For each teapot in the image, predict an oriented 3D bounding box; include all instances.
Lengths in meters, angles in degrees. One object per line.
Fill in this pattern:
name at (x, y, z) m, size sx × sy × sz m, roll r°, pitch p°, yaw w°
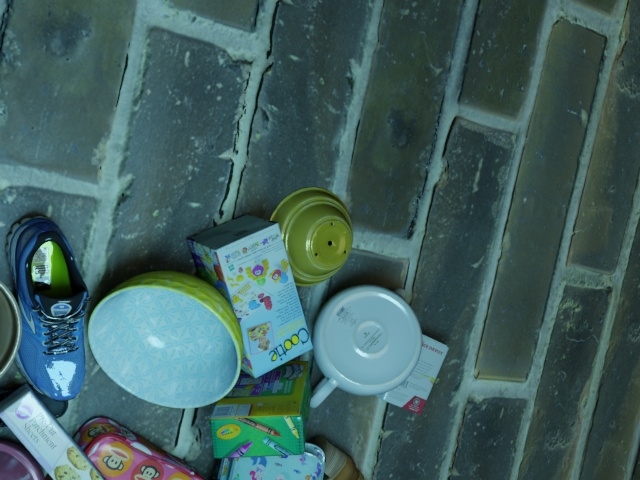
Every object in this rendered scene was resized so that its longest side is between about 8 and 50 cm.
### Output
teapot at (0.089, 0.225, 1.784) m, size 0.256 × 0.187 × 0.252 m, roll -3°, pitch 76°, yaw -9°

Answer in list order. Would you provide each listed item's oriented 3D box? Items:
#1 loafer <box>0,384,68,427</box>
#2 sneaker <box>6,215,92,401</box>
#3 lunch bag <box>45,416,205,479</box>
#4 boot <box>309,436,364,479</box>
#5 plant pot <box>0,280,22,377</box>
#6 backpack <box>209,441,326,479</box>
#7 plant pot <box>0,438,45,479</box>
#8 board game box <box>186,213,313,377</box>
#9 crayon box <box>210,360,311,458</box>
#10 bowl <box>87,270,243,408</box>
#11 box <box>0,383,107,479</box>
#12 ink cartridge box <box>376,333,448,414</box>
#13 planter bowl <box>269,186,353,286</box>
loafer at (-0.554, 0.298, 1.449) m, size 0.223 × 0.078 × 0.076 m, roll 7°, pitch 96°, yaw -33°
sneaker at (-0.470, 0.128, 1.424) m, size 0.130 × 0.147 × 0.329 m, roll -13°, pitch 103°, yaw -28°
lunch bag at (-0.388, 0.508, 1.576) m, size 0.293 × 0.120 × 0.258 m, roll 38°, pitch 82°, yaw -29°
boot at (-0.016, 0.602, 1.842) m, size 0.283 × 0.109 × 0.220 m, roll -52°, pitch 125°, yaw -21°
plant pot at (-0.626, 0.143, 1.357) m, size 0.238 × 0.110 × 0.237 m, roll -6°, pitch 102°, yaw -30°
backpack at (-0.113, 0.516, 1.654) m, size 0.225 × 0.191 × 0.253 m, roll 18°, pitch 75°, yaw -7°
plant pot at (-0.571, 0.440, 1.367) m, size 0.202 × 0.180 × 0.201 m, roll 1°, pitch 85°, yaw -10°
board game box at (-0.139, 0.106, 1.634) m, size 0.144 × 0.142 × 0.275 m, roll -24°, pitch 111°, yaw -27°
crayon box at (-0.107, 0.319, 1.589) m, size 0.166 × 0.278 × 0.081 m, roll -3°, pitch 102°, yaw 3°
bowl at (-0.267, 0.157, 1.536) m, size 0.289 × 0.290 × 0.156 m, roll 61°, pitch 25°, yaw -25°
box at (-0.437, 0.394, 1.431) m, size 0.067 × 0.063 × 0.324 m, roll -37°, pitch 109°, yaw -18°
ink cartridge box at (0.206, 0.302, 1.928) m, size 0.128 × 0.072 × 0.175 m, roll 28°, pitch 84°, yaw -32°
planter bowl at (0.000, 0.000, 1.733) m, size 0.217 × 0.090 × 0.217 m, roll -7°, pitch 103°, yaw -31°
